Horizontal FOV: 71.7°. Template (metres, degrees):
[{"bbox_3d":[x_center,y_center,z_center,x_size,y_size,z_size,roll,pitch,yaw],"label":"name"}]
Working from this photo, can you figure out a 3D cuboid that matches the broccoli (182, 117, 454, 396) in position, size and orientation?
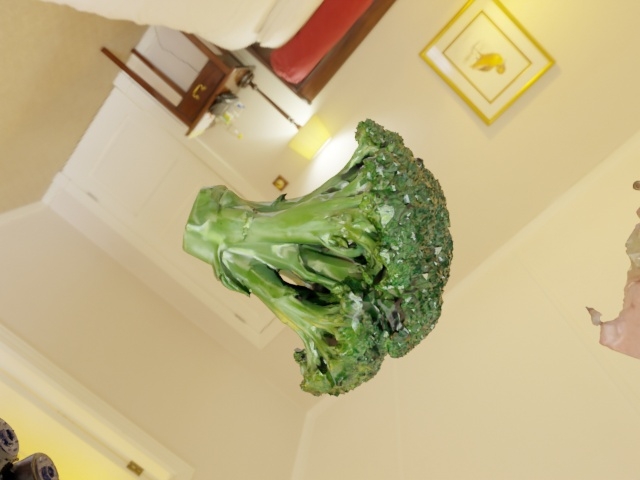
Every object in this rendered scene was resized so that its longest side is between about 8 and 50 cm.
[{"bbox_3d":[0.000,0.000,0.451,0.269,0.269,0.254,-95,-163,-79],"label":"broccoli"}]

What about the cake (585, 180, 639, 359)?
[{"bbox_3d":[0.575,0.047,0.510,0.314,0.293,0.307,-156,-98,-74],"label":"cake"}]

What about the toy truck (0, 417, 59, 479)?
[{"bbox_3d":[-0.435,0.346,0.542,0.161,0.213,0.177,-32,-144,-21],"label":"toy truck"}]
